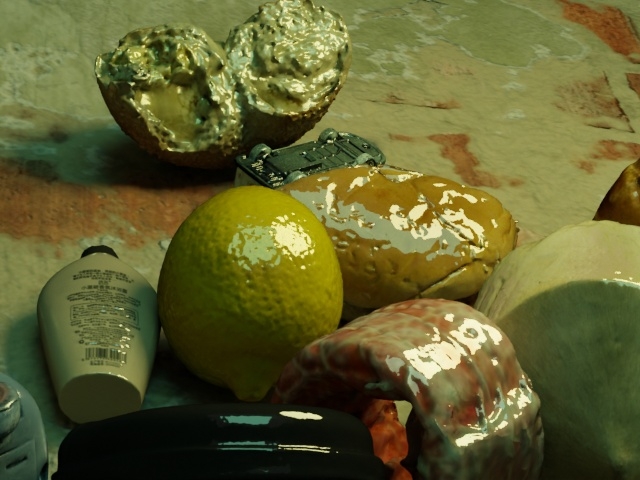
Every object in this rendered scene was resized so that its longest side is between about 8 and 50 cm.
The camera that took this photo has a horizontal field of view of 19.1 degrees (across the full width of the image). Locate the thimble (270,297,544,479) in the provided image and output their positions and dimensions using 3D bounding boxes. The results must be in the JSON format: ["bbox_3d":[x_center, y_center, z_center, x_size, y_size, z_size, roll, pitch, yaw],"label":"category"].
[{"bbox_3d":[0.077,0.177,1.718,0.239,0.239,0.162,34,36,33],"label":"thimble"}]

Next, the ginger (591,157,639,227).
[{"bbox_3d":[0.433,-0.065,2.222,0.152,0.274,0.357,28,32,17],"label":"ginger"}]

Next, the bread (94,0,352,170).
[{"bbox_3d":[-0.124,-0.168,2.289,0.314,0.192,0.171,-11,69,-25],"label":"bread"}]

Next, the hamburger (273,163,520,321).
[{"bbox_3d":[0.067,0.017,2.071,0.282,0.155,0.245,-24,56,-32],"label":"hamburger"}]

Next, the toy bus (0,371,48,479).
[{"bbox_3d":[-0.380,0.202,1.548,0.232,0.197,0.294,22,31,37],"label":"toy bus"}]

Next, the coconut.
[{"bbox_3d":[0.280,0.138,1.811,0.329,0.328,0.329,9,29,-5],"label":"coconut"}]

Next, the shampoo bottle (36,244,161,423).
[{"bbox_3d":[-0.221,0.085,1.909,0.127,0.078,0.257,2,33,-7],"label":"shampoo bottle"}]

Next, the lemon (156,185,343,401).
[{"bbox_3d":[-0.071,0.048,1.911,0.187,0.187,0.244,8,59,-8],"label":"lemon"}]

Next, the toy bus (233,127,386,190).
[{"bbox_3d":[-0.013,-0.069,2.245,0.194,0.089,0.087,-17,43,-41],"label":"toy bus"}]

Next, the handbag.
[{"bbox_3d":[-0.086,0.195,1.597,0.254,0.093,0.308,5,-14,-34],"label":"handbag"}]
